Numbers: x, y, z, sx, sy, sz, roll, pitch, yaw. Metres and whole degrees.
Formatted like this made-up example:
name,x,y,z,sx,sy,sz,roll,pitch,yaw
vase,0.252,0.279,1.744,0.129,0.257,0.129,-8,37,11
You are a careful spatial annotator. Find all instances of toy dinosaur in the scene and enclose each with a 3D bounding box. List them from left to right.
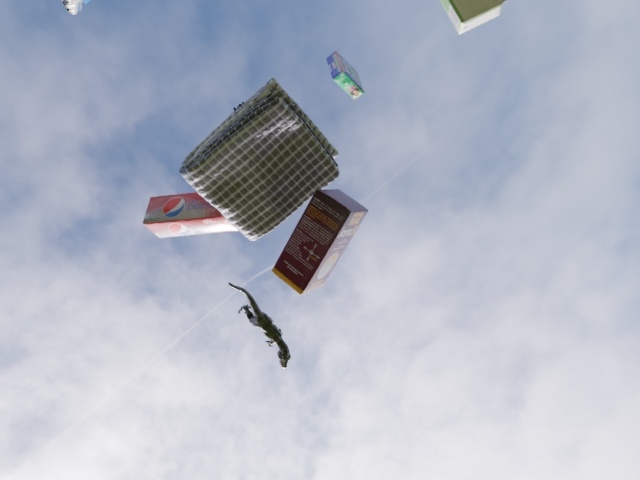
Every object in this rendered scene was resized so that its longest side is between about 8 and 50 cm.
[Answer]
name,x,y,z,sx,sy,sz,roll,pitch,yaw
toy dinosaur,-0.158,0.207,1.106,0.064,0.118,0.268,-38,-79,-17

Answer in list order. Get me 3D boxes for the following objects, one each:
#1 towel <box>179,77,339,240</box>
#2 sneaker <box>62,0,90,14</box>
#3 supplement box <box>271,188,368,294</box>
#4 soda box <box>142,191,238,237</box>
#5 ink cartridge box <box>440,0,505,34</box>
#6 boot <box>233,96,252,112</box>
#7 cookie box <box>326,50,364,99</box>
name,x,y,z,sx,sy,sz,roll,pitch,yaw
towel,-0.121,-0.159,0.909,0.283,0.121,0.235,-37,-59,12
sneaker,-0.403,-0.482,0.738,0.147,0.330,0.130,-31,-50,-15
supplement box,0.000,0.000,0.817,0.080,0.104,0.188,36,-71,18
soda box,-0.336,-0.072,1.147,0.262,0.083,0.092,-5,-121,13
ink cartridge box,0.452,-0.690,1.148,0.234,0.056,0.171,-23,-106,6
boot,-0.185,-0.382,1.219,0.099,0.121,0.045,-51,-43,-35
cookie box,0.070,-0.460,1.184,0.107,0.040,0.092,24,-135,-47
